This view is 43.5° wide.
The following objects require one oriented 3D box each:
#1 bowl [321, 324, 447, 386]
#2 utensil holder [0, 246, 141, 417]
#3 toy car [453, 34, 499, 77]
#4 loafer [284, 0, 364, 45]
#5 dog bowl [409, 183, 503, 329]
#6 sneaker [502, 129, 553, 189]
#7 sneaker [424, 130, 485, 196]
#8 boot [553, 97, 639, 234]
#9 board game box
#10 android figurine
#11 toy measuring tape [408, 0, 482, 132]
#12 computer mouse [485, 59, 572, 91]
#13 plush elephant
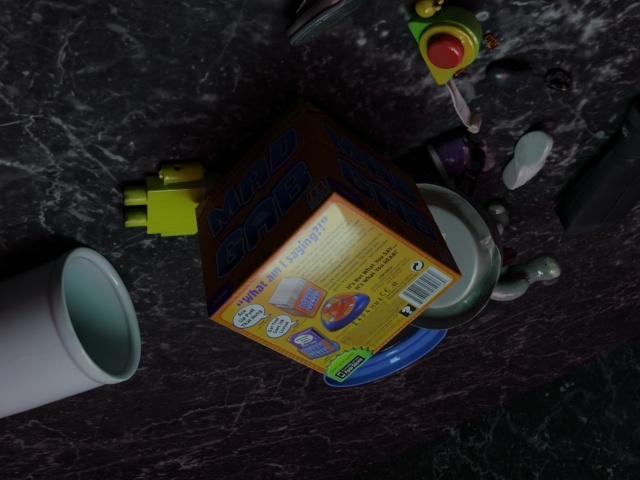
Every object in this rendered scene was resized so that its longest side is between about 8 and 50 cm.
[{"bbox_3d":[0.176,0.297,2.318,0.391,0.077,0.391,-20,153,-11],"label":"bowl"},{"bbox_3d":[-0.675,0.231,1.896,0.385,0.328,0.327,-20,149,12],"label":"utensil holder"},{"bbox_3d":[0.301,-0.379,1.645,0.122,0.060,0.040,-38,102,5],"label":"toy car"},{"bbox_3d":[0.037,-0.440,1.384,0.267,0.084,0.096,-31,178,30],"label":"loafer"},{"bbox_3d":[0.268,0.030,1.889,0.348,0.349,0.102,-39,171,34],"label":"dog bowl"},{"bbox_3d":[0.531,-0.210,1.987,0.094,0.080,0.212,-17,159,-22],"label":"sneaker"},{"bbox_3d":[0.354,-0.159,1.948,0.124,0.107,0.283,-28,148,8],"label":"sneaker"},{"bbox_3d":[0.870,-0.179,2.100,0.366,0.146,0.445,3,142,-11],"label":"boot"},{"bbox_3d":[0.000,0.000,1.656,0.356,0.356,0.356,31,116,-33],"label":"board game box"},{"bbox_3d":[-0.305,-0.086,1.803,0.272,0.056,0.248,-6,148,-15],"label":"android figurine"},{"bbox_3d":[0.278,-0.341,1.547,0.121,0.121,0.330,-26,128,16],"label":"toy measuring tape"},{"bbox_3d":[0.459,-0.347,1.747,0.242,0.041,0.071,1,145,-27],"label":"computer mouse"},{"bbox_3d":[0.399,0.037,2.058,0.330,0.272,0.255,-35,152,8],"label":"plush elephant"}]
